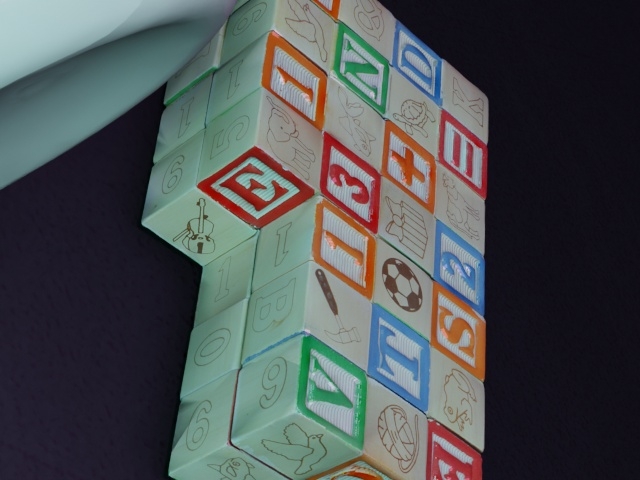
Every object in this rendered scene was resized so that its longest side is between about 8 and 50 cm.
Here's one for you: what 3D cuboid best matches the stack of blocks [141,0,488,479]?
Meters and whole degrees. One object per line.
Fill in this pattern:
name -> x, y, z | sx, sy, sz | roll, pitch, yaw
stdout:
stack of blocks -> 0.000, 0.000, 0.734 | 0.171, 0.087, 0.297 | 35, 42, -31

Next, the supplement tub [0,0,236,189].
supplement tub -> -0.201, -0.164, 0.473 | 0.324, 0.235, 0.235 | 59, 35, -1
